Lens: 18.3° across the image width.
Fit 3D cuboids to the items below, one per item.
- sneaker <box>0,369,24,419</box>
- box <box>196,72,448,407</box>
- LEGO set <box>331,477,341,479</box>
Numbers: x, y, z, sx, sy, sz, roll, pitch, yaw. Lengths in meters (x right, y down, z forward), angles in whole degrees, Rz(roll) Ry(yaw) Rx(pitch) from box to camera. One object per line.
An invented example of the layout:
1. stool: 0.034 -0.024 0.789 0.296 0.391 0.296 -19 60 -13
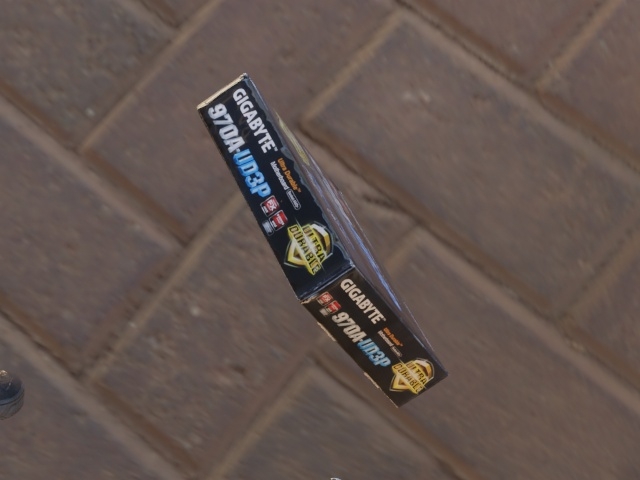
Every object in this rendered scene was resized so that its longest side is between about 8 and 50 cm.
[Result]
1. sneaker: -0.245 0.072 1.246 0.051 0.170 0.089 11 100 32
2. box: 0.000 0.000 1.489 0.051 0.175 0.220 -34 49 5
3. LEGO set: 0.011 0.188 1.242 0.023 0.083 0.054 8 33 -8
